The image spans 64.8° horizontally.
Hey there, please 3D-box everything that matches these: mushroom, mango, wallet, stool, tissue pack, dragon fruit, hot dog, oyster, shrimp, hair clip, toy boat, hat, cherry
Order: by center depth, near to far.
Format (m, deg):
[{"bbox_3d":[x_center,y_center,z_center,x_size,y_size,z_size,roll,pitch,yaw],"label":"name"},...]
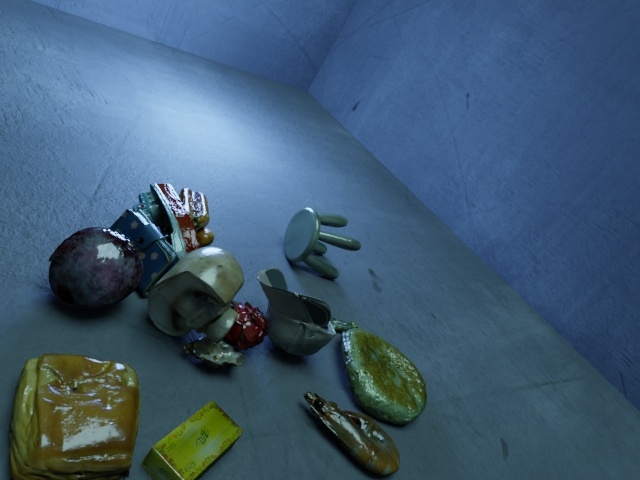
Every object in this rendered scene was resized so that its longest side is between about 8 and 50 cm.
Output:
[{"bbox_3d":[-0.241,0.398,0.973,0.095,0.062,0.176,41,28,14],"label":"tissue pack"},{"bbox_3d":[-0.499,0.066,1.121,0.195,0.195,0.195,26,27,-15],"label":"cherry"},{"bbox_3d":[-0.268,0.118,1.189,0.195,0.253,0.189,45,42,-11],"label":"mushroom"},{"bbox_3d":[-0.253,0.270,1.189,0.148,0.051,0.103,27,9,-15],"label":"oyster"},{"bbox_3d":[0.082,0.455,1.238,0.287,0.063,0.152,41,25,7],"label":"shrimp"},{"bbox_3d":[-0.196,0.209,1.272,0.121,0.142,0.130,1,83,-41],"label":"dragon fruit"},{"bbox_3d":[-0.457,0.024,1.278,0.202,0.141,0.059,43,2,20],"label":"wallet"},{"bbox_3d":[-0.081,0.191,1.322,0.232,0.161,0.275,26,-26,43],"label":"hat"},{"bbox_3d":[-0.429,-0.019,1.393,0.133,0.145,0.332,-15,48,-27],"label":"toy boat"},{"bbox_3d":[-0.358,-0.014,1.561,0.060,0.046,0.089,19,18,-12],"label":"mango"},{"bbox_3d":[0.031,0.248,1.565,0.188,0.033,0.060,22,26,-17],"label":"hair clip"},{"bbox_3d":[-0.407,-0.093,1.596,0.104,0.076,0.250,13,24,-24],"label":"hot dog"},{"bbox_3d":[0.000,0.000,1.771,0.198,0.195,0.195,17,31,-35],"label":"stool"}]

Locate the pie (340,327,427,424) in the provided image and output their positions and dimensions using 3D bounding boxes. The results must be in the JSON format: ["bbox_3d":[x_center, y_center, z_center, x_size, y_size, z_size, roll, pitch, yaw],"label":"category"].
[{"bbox_3d":[0.182,0.388,1.464,0.323,0.071,0.323,30,26,-16],"label":"pie"}]

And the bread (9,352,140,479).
[{"bbox_3d":[-0.421,0.304,0.887,0.210,0.099,0.235,16,31,-32],"label":"bread"}]
